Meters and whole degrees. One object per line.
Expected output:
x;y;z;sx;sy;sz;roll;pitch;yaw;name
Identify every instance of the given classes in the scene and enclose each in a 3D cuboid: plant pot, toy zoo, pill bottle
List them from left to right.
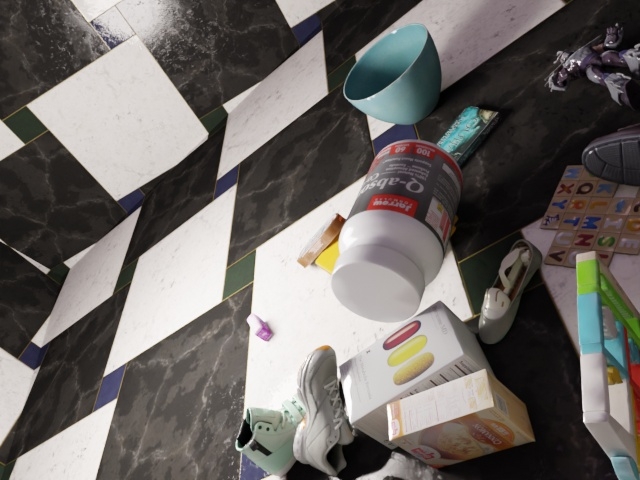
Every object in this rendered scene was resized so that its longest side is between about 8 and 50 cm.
0.159;-0.025;1.099;0.210;0.210;0.363;-18;33;39;pill bottle
0.241;-0.455;1.583;0.290;0.195;0.290;-31;36;26;plant pot
0.406;0.185;0.736;0.030;0.192;0.293;-18;44;40;toy zoo

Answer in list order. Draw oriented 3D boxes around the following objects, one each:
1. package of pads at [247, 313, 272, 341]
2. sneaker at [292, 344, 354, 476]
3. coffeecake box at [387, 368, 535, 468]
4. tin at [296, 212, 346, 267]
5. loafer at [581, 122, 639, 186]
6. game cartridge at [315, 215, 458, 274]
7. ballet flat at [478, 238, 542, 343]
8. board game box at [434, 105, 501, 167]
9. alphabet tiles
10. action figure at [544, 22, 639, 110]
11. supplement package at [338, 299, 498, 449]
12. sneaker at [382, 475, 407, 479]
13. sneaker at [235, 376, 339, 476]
-0.170;0.241;1.496;0.032;0.050;0.083;-48;32;1;package of pads
0.022;0.338;1.067;0.121;0.099;0.263;15;107;42;sneaker
0.226;0.297;0.881;0.185;0.142;0.068;-30;37;28;coffeecake box
0.000;0.000;1.501;0.190;0.040;0.106;-48;13;25;tin
0.621;-0.161;0.926;0.302;0.109;0.095;1;40;38;loafer
0.158;0.008;1.351;0.285;0.052;0.323;-52;35;-4;game cartridge
0.346;0.091;1.018;0.072;0.068;0.213;14;68;55;ballet flat
0.365;-0.264;1.397;0.186;0.026;0.126;-50;32;-1;board game box
0.517;-0.049;1.013;0.198;0.009;0.237;8;63;53;alphabet tiles
0.606;-0.384;1.171;0.185;0.099;0.285;-48;29;12;action figure
0.176;0.250;0.997;0.244;0.134;0.139;-38;34;17;supplement package
0.125;0.545;0.770;0.182;0.158;0.410;-54;23;26;sneaker
-0.071;0.369;1.155;0.256;0.151;0.094;-55;31;-11;sneaker
